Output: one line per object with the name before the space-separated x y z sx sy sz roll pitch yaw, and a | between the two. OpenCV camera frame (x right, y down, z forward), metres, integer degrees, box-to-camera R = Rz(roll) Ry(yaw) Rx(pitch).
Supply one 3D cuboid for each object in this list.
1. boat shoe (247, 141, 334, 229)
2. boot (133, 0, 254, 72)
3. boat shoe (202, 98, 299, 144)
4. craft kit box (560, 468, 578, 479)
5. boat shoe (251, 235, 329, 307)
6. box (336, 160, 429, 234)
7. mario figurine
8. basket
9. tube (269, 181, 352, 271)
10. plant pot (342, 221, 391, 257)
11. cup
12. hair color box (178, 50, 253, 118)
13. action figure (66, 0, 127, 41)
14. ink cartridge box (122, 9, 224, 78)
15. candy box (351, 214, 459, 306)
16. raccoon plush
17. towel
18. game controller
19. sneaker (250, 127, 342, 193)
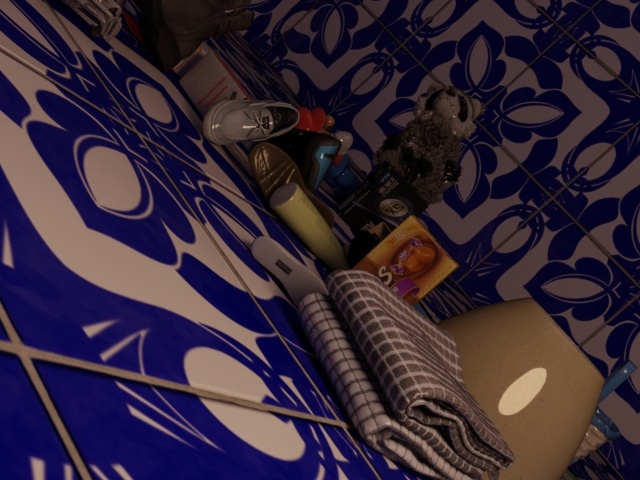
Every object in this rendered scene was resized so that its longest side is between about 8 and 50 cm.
boat shoe | -0.063 -0.089 1.663 0.223 0.080 0.073 47 -13 -30
boot | -0.231 -0.465 1.680 0.118 0.223 0.338 55 -13 14
boat shoe | -0.119 -0.220 1.674 0.081 0.079 0.227 6 16 33
craft kit box | 0.470 0.493 1.713 0.250 0.061 0.246 45 11 -13
boat shoe | -0.036 0.046 1.260 0.142 0.049 0.040 46 8 6
box | 0.154 -0.084 2.328 0.147 0.180 0.077 45 9 -16
mario figurine | 0.037 -0.246 2.460 0.320 0.198 0.170 48 40 -36
basket | 0.648 0.394 2.228 0.201 0.289 0.255 50 8 17
tube | 0.000 0.000 1.638 0.062 0.070 0.240 -6 -44 43
plant pot | 0.119 0.050 1.842 0.096 0.109 0.109 56 1 -37
cup | 0.293 0.226 1.431 0.331 0.237 0.331 46 8 -8
hair color box | -0.198 -0.282 1.788 0.053 0.093 0.167 38 14 -50
action figure | -0.379 -0.403 1.473 0.185 0.099 0.285 53 11 -10
ink cartridge box | -0.295 -0.404 1.912 0.231 0.078 0.134 41 11 -36
candy box | 0.112 0.061 1.446 0.109 0.187 0.053 50 12 9
raccoon plush | 0.257 -0.231 2.486 0.216 0.446 0.299 36 53 -6
towel | 0.116 0.179 1.163 0.284 0.121 0.235 39 13 -45
game controller | 0.156 0.122 1.692 0.319 0.067 0.166 54 7 -5
sneaker | -0.060 -0.164 1.809 0.140 0.125 0.341 34 -8 -12
